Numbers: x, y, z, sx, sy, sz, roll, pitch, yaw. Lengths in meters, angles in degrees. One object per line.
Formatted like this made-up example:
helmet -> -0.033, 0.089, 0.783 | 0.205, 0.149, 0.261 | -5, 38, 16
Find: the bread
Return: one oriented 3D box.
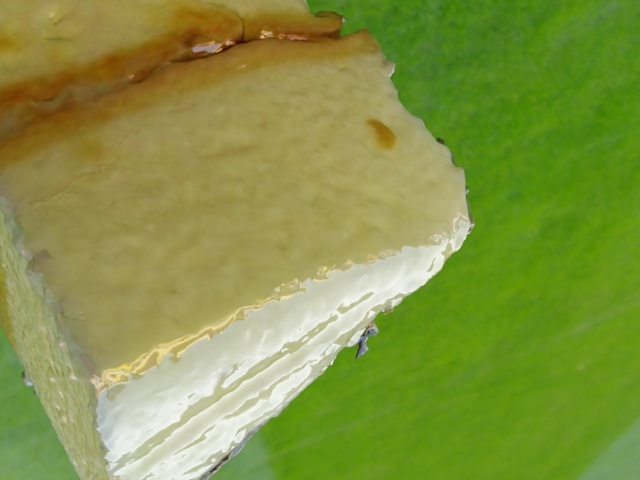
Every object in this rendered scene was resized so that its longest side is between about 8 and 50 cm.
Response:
bread -> -0.059, -0.023, 0.531 | 0.178, 0.240, 0.135 | -23, 150, -20
